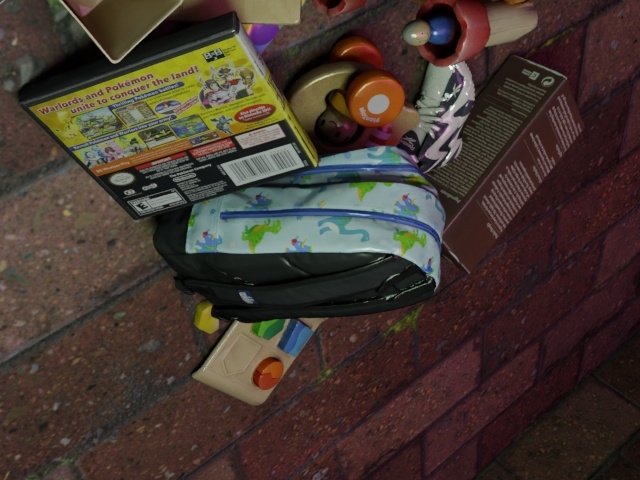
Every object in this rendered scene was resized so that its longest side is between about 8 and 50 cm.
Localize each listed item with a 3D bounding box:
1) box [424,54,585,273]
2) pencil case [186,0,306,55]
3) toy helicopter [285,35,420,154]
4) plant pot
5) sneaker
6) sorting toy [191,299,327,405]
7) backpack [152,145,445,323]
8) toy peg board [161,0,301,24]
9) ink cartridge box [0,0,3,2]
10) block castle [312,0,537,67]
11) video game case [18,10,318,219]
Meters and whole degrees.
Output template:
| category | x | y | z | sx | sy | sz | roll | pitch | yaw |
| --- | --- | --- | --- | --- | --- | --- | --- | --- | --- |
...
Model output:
| category | x | y | z | sx | sy | sz | roll | pitch | yaw |
| --- | --- | --- | --- | --- | --- | --- | --- | --- | --- |
| box | 0.330 | -0.143 | 1.505 | 0.381 | 0.143 | 0.191 | -52 | 143 | -3 |
| pencil case | -0.114 | -0.256 | 0.990 | 0.236 | 0.104 | 0.104 | -50 | 142 | -2 |
| toy helicopter | 0.063 | -0.129 | 1.231 | 0.235 | 0.140 | 0.355 | -33 | 132 | 11 |
| plant pot | -0.237 | -0.279 | 0.840 | 0.109 | 0.096 | 0.109 | -46 | 139 | -9 |
| sneaker | 0.179 | -0.203 | 1.332 | 0.153 | 0.094 | 0.234 | -38 | 151 | -31 |
| sorting toy | -0.120 | 0.173 | 1.366 | 0.229 | 0.041 | 0.307 | -51 | 143 | -2 |
| backpack | 0.000 | 0.000 | 1.111 | 0.290 | 0.356 | 0.273 | 50 | 54 | -51 |
| toy peg board | -0.096 | -0.331 | 0.907 | 0.079 | 0.161 | 0.161 | -39 | 131 | -82 |
| ink cartridge box | -0.287 | -0.424 | 0.703 | 0.307 | 0.072 | 0.303 | -43 | 141 | -8 |
| block castle | 0.125 | -0.464 | 0.904 | 0.213 | 0.303 | 0.452 | -19 | 131 | -34 |
| video game case | -0.173 | -0.136 | 0.945 | 0.275 | 0.035 | 0.248 | -15 | 144 | 15 |
